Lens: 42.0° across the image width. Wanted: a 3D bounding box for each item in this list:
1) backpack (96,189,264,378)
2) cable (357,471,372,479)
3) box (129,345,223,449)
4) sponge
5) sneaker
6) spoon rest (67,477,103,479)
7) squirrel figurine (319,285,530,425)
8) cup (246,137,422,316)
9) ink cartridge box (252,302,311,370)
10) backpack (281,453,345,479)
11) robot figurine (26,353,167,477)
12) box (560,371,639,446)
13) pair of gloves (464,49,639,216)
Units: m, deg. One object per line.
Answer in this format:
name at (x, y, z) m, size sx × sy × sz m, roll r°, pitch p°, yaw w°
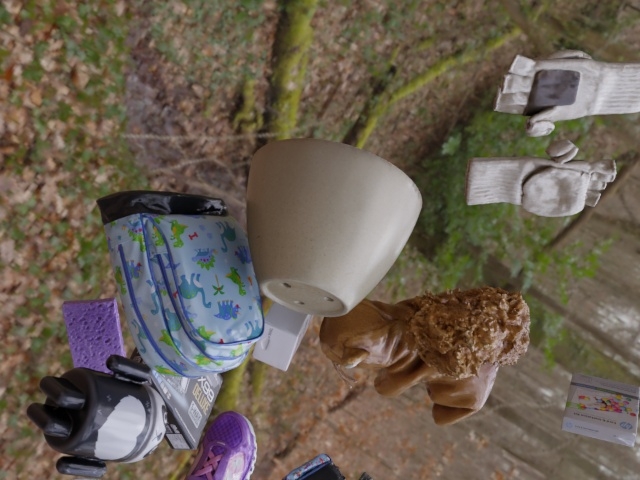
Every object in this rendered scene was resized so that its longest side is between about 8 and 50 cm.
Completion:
backpack at (-0.253, 0.087, 1.597) m, size 0.290 × 0.273 × 0.355 m, roll 5°, pitch 83°, yaw -55°
cable at (0.061, 0.585, 1.754) m, size 0.287 × 0.072 × 0.139 m, roll -11°, pitch 123°, yaw -68°
box at (-0.371, 0.350, 2.145) m, size 0.242 × 0.077 × 0.307 m, roll -70°, pitch 148°, yaw -48°
sponge at (-0.506, 0.231, 1.883) m, size 0.031 × 0.117 × 0.210 m, roll -102°, pitch -174°, yaw -71°
sneaker at (-0.174, 0.377, 1.296) m, size 0.104 × 0.095 × 0.236 m, roll 69°, pitch 40°, yaw -65°
spoon rest at (-0.372, 0.495, 1.542) m, size 0.137 × 0.276 × 0.084 m, roll -58°, pitch -153°, yaw 30°
squirrel figurine at (0.203, 0.183, 1.686) m, size 0.397 × 0.371 × 0.281 m, roll -32°, pitch -134°, yaw 51°
cup at (0.000, 0.000, 1.524) m, size 0.331 × 0.331 × 0.236 m, roll 90°, pitch 14°, yaw -66°
ink cartridge box at (-0.063, 0.162, 1.827) m, size 0.148 × 0.086 × 0.203 m, roll 108°, pitch 7°, yaw -49°
backpack at (-0.027, 0.629, 2.106) m, size 0.158 × 0.116 × 0.173 m, roll -26°, pitch 163°, yaw -20°
robot figurine at (-0.436, 0.351, 1.663) m, size 0.209 × 0.173 × 0.278 m, roll -36°, pitch 141°, yaw 23°
box at (0.596, 0.355, 1.767) m, size 0.186 × 0.145 × 0.038 m, roll -45°, pitch 141°, yaw -58°
pair of gloves at (0.308, -0.131, 1.089) m, size 0.042 × 0.204 × 0.240 m, roll -96°, pitch -166°, yaw -53°
